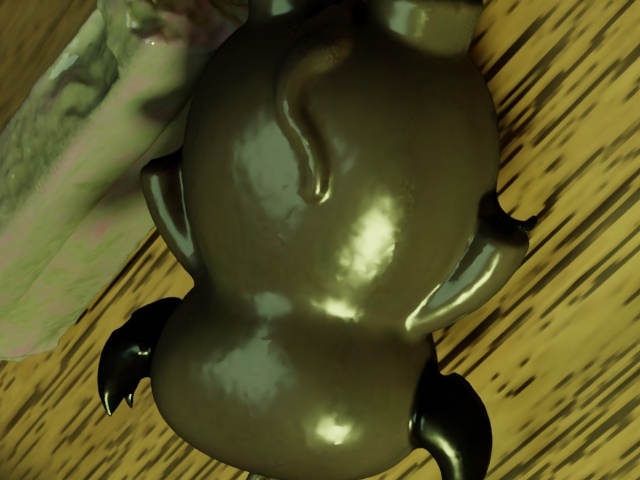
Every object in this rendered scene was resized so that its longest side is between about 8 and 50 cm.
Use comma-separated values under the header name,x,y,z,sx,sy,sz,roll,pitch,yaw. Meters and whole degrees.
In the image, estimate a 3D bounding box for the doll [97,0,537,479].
name,x,y,z,sx,sy,sz,roll,pitch,yaw
doll,-0.001,-0.001,0.830,0.182,0.117,0.257,12,111,18

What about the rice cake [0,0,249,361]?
name,x,y,z,sx,sy,sz,roll,pitch,yaw
rice cake,-0.117,-0.029,0.942,0.298,0.106,0.050,-46,63,40
